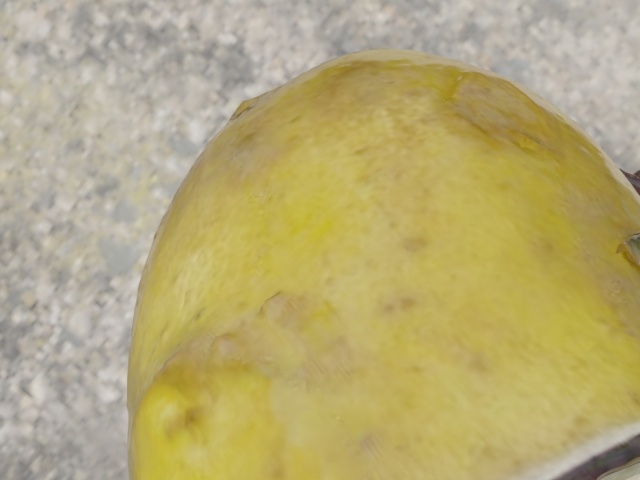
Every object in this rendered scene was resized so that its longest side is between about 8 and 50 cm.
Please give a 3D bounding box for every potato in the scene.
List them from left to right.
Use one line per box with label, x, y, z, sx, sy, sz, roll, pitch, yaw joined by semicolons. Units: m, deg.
potato;-0.002;0.104;0.772;0.290;0.397;0.296;22;28;-51

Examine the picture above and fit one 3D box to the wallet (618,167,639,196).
wallet;0.184;0.095;0.848;0.182;0.229;0.049;28;12;32
